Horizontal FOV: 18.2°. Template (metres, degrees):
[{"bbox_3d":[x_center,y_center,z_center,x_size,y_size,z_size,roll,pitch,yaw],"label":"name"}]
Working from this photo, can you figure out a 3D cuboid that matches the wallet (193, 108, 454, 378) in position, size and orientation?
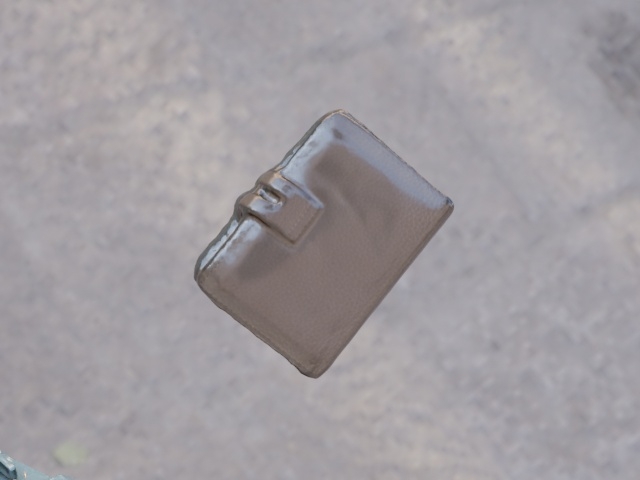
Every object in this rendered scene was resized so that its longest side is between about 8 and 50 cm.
[{"bbox_3d":[0.000,0.000,1.300,0.118,0.153,0.039,42,-1,-12],"label":"wallet"}]

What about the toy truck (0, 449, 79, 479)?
[{"bbox_3d":[-0.258,0.202,1.171,0.256,0.108,0.140,-30,43,-33],"label":"toy truck"}]
